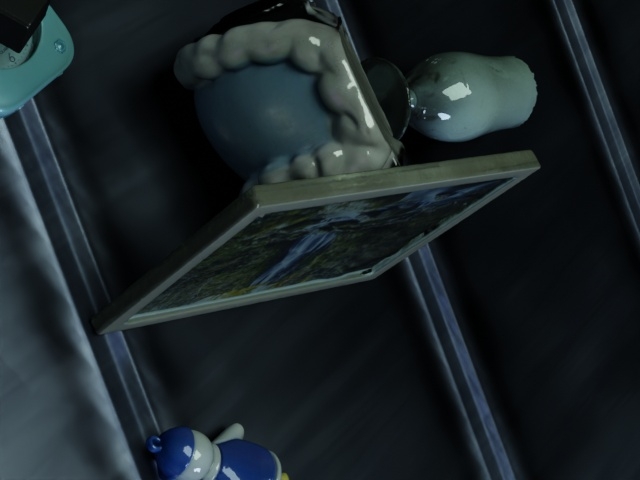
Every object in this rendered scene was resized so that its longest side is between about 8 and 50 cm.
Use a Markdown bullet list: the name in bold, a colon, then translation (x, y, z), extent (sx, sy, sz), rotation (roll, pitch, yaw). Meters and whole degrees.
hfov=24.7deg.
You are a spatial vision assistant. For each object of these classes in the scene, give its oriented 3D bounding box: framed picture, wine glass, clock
- **framed picture**: translation (0.000, 0.000, 1.192), extent (0.324, 0.240, 0.020), rotation (-10, 71, -45)
- **wine glass**: translation (0.124, -0.142, 1.447), extent (0.202, 0.093, 0.093), rotation (-11, 85, -44)
- **clock**: translation (-0.266, -0.172, 1.131), extent (0.147, 0.045, 0.108), rotation (54, 48, -15)

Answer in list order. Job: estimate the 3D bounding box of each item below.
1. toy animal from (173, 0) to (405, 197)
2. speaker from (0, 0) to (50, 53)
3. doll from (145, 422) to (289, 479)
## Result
- **toy animal**: translation (-0.025, -0.106, 1.250), extent (0.208, 0.156, 0.204), rotation (-69, 136, -79)
- **speaker**: translation (-0.292, -0.209, 1.073), extent (0.191, 0.040, 0.046), rotation (29, 59, -7)
- **doll**: translation (-0.082, 0.185, 1.183), extent (0.143, 0.057, 0.099), rotation (27, 39, -34)
